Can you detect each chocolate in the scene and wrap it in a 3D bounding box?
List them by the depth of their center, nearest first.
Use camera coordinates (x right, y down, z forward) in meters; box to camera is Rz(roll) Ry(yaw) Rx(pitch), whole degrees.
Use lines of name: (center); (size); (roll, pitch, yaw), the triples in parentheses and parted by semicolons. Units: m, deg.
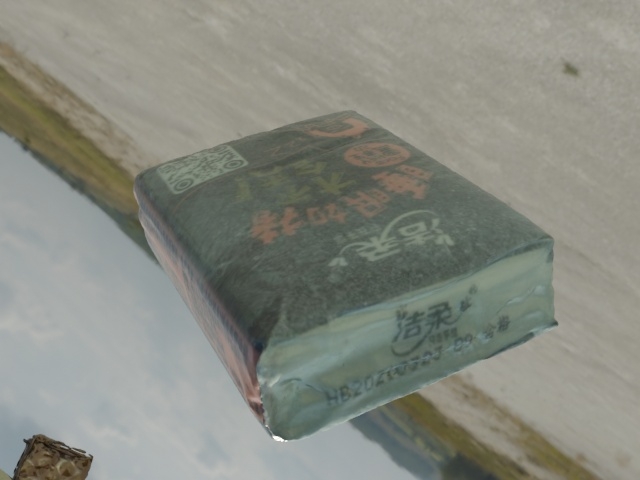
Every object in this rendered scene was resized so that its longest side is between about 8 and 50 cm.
chocolate: (-0.360, 0.387, 1.004); (0.103, 0.329, 0.065); (21, 142, -8)

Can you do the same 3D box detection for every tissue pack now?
tissue pack: (0.000, 0.000, 0.683); (0.316, 0.228, 0.103); (44, 149, 55)

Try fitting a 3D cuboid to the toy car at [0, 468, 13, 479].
toy car: (-0.385, 0.335, 0.854); (0.235, 0.235, 0.145); (45, -170, -34)
